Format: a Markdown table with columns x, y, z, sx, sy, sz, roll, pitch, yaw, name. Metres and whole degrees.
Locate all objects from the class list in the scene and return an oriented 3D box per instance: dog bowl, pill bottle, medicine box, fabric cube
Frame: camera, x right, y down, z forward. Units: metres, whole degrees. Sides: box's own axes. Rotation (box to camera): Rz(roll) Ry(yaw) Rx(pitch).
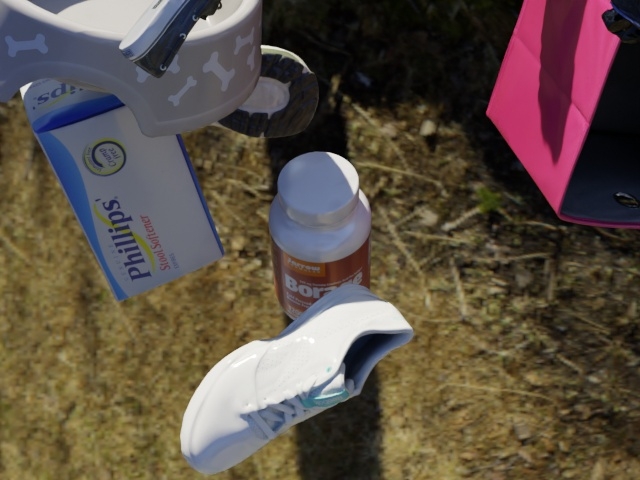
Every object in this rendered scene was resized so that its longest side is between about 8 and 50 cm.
| x | y | z | sx | sy | sz | roll | pitch | yaw | name |
| --- | --- | --- | --- | --- | --- | --- | --- | --- | --- |
| -0.218 | -0.257 | 1.106 | 0.349 | 0.348 | 0.102 | 54 | 141 | 29 | dog bowl |
| 0.000 | 0.000 | 1.272 | 0.121 | 0.121 | 0.216 | 49 | 158 | 31 | pill bottle |
| -0.253 | -0.124 | 1.310 | 0.149 | 0.263 | 0.289 | -23 | 42 | -7 | medicine box |
| 0.389 | -0.190 | 1.322 | 0.258 | 0.254 | 0.259 | -111 | 29 | -54 | fabric cube |

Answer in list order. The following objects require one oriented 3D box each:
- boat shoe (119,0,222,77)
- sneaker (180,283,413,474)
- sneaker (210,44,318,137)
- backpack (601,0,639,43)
| x | y | z | sx | sy | sz | roll | pitch | yaw | name |
| --- | --- | --- | --- | --- | --- | --- | --- | --- | --- |
| -0.104 | -0.193 | 0.866 | 0.142 | 0.040 | 0.049 | -50 | 28 | -5 | boat shoe |
| -0.017 | 0.117 | 0.868 | 0.212 | 0.080 | 0.094 | -40 | 34 | -15 | sneaker |
| -0.212 | -0.252 | 1.599 | 0.182 | 0.410 | 0.158 | -105 | 28 | -68 | sneaker |
| 0.263 | -0.136 | 0.552 | 0.158 | 0.173 | 0.117 | 45 | 140 | 31 | backpack |
